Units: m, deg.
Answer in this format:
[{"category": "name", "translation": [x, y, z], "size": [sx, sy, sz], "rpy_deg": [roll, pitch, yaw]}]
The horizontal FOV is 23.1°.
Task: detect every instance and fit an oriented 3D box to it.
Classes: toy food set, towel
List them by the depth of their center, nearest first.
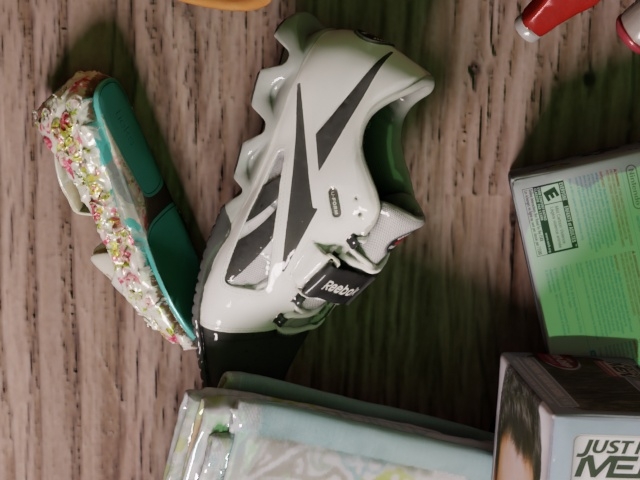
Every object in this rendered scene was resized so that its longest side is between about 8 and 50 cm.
[{"category": "toy food set", "translation": [0.200, -0.212, 1.238], "size": [0.232, 0.111, 0.104], "rpy_deg": [29, 130, -25]}, {"category": "towel", "translation": [0.028, 0.293, 1.262], "size": [0.374, 0.090, 0.321], "rpy_deg": [15, 95, -21]}]

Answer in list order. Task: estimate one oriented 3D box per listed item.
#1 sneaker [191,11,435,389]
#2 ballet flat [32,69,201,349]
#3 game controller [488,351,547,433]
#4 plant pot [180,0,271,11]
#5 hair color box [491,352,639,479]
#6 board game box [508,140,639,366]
[{"category": "sneaker", "translation": [0.000, 0.000, 1.224], "size": [0.146, 0.122, 0.331], "rpy_deg": [21, 106, 24]}, {"category": "ballet flat", "translation": [-0.158, -0.021, 1.253], "size": [0.077, 0.091, 0.241], "rpy_deg": [-14, 104, 27]}, {"category": "game controller", "translation": [0.204, 0.255, 1.378], "size": [0.166, 0.067, 0.319], "rpy_deg": [15, 102, -12]}, {"category": "plant pot", "translation": [-0.132, -0.312, 1.081], "size": [0.290, 0.291, 0.204], "rpy_deg": [22, 84, -14]}, {"category": "hair color box", "translation": [0.189, 0.286, 1.161], "size": [0.113, 0.185, 0.375], "rpy_deg": [3, 99, -6]}, {"category": "board game box", "translation": [0.324, 0.020, 1.269], "size": [0.303, 0.097, 0.224], "rpy_deg": [-12, 94, 6]}]
